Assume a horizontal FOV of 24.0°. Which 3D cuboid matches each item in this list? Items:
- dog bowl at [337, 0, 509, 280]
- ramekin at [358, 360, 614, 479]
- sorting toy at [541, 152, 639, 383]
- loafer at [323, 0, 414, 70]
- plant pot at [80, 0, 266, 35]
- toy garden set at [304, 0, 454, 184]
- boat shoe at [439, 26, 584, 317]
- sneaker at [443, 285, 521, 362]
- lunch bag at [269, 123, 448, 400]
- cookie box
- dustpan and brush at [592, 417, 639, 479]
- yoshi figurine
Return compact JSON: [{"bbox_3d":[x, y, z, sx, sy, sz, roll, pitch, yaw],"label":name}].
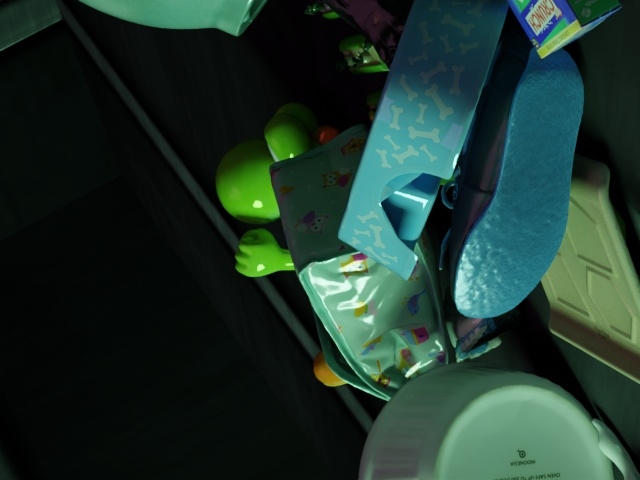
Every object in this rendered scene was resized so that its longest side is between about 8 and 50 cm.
[{"bbox_3d":[0.080,-0.092,1.252,0.074,0.166,0.297,19,146,1],"label":"dog bowl"},{"bbox_3d":[0.185,0.257,1.581,0.273,0.273,0.127,60,155,-2],"label":"ramekin"},{"bbox_3d":[0.233,0.010,1.334,0.193,0.038,0.208,33,145,64],"label":"sorting toy"},{"bbox_3d":[0.058,-0.223,1.368,0.223,0.078,0.076,52,128,10],"label":"loafer"},{"bbox_3d":[-0.114,-0.322,1.468,0.196,0.293,0.293,33,168,-3],"label":"plant pot"},{"bbox_3d":[0.067,-0.159,1.557,0.244,0.049,0.204,63,167,-11],"label":"toy garden set"},{"bbox_3d":[0.163,-0.056,1.258,0.089,0.109,0.258,-116,36,-51],"label":"boat shoe"},{"bbox_3d":[0.166,0.082,1.679,0.083,0.071,0.190,64,168,11],"label":"sneaker"},{"bbox_3d":[0.057,0.040,1.706,0.223,0.160,0.262,-107,-7,-52],"label":"lunch bag"},{"bbox_3d":[0.165,-0.197,1.106,0.107,0.040,0.092,59,167,1],"label":"cookie box"},{"bbox_3d":[0.330,0.274,1.521,0.211,0.060,0.147,48,177,21],"label":"dustpan and brush"},{"bbox_3d":[-0.018,-0.001,1.942,0.203,0.203,0.362,-134,20,-68],"label":"yoshi figurine"}]
